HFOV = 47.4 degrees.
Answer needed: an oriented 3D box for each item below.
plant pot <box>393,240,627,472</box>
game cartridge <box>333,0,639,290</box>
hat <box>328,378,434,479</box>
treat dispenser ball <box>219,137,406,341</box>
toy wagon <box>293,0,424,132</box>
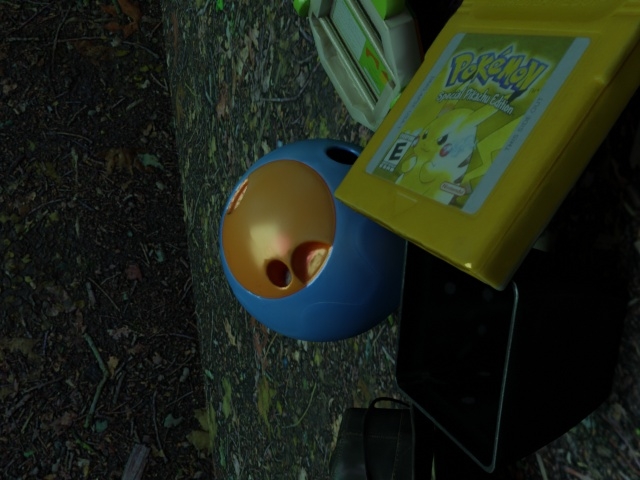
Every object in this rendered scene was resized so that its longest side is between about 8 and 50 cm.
[{"bbox_3d":[0.198,0.096,0.747,0.187,0.166,0.188,-145,55,-61],"label":"plant pot"},{"bbox_3d":[0.169,-0.138,0.720,0.324,0.052,0.285,-58,29,1],"label":"game cartridge"},{"bbox_3d":[0.071,0.304,0.916,0.331,0.133,0.332,0,-90,-79],"label":"hat"},{"bbox_3d":[0.000,0.000,1.037,0.288,0.288,0.288,176,90,-67],"label":"treat dispenser ball"},{"bbox_3d":[0.063,-0.284,0.990,0.267,0.068,0.344,61,166,9],"label":"toy wagon"}]
